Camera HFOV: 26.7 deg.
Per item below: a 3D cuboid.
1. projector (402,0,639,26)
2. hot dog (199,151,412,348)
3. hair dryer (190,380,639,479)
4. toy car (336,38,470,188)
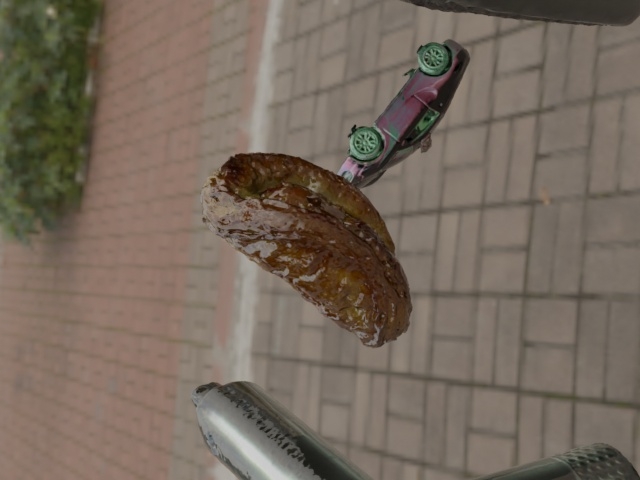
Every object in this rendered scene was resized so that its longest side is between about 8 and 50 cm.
[{"bbox_3d":[0.046,-0.364,0.852,0.395,0.242,0.405,23,108,36],"label":"projector"},{"bbox_3d":[-0.002,0.001,0.770,0.065,0.147,0.099,-45,23,14],"label":"hot dog"},{"bbox_3d":[-0.050,0.161,0.639,0.284,0.320,0.156,-11,92,58],"label":"hair dryer"},{"bbox_3d":[0.065,-0.091,1.023,0.142,0.055,0.069,-51,-4,-8],"label":"toy car"}]
